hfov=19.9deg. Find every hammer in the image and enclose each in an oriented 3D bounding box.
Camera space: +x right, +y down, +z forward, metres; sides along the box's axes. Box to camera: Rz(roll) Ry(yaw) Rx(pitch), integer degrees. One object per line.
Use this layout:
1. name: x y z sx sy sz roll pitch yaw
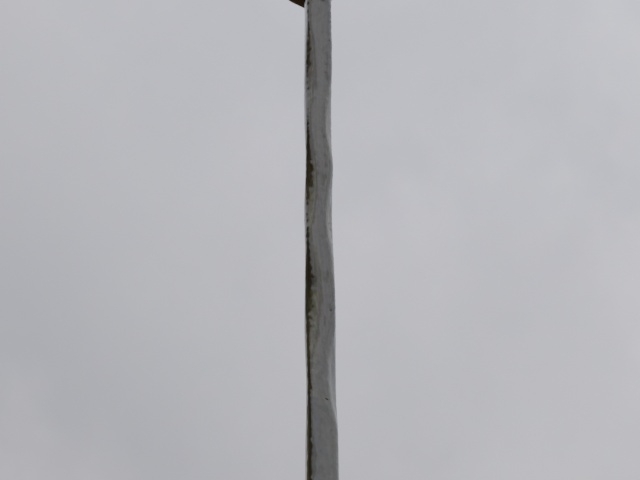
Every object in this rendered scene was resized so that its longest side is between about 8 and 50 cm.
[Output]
1. hammer: 0.000 0.000 0.602 0.029 0.292 0.058 3 -31 -6
